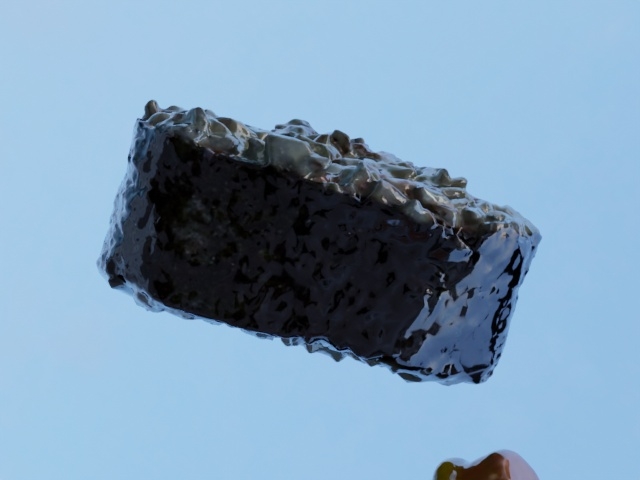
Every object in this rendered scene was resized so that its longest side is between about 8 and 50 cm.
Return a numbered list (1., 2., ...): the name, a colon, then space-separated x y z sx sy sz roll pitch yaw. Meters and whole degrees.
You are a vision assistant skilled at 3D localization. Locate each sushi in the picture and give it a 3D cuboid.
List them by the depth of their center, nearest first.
1. sushi: 0.000 0.000 0.686 0.090 0.150 0.078 -96 -157 -84

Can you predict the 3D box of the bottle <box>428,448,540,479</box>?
1. bottle: -0.001 0.129 0.703 0.187 0.069 0.069 -29 -132 23
